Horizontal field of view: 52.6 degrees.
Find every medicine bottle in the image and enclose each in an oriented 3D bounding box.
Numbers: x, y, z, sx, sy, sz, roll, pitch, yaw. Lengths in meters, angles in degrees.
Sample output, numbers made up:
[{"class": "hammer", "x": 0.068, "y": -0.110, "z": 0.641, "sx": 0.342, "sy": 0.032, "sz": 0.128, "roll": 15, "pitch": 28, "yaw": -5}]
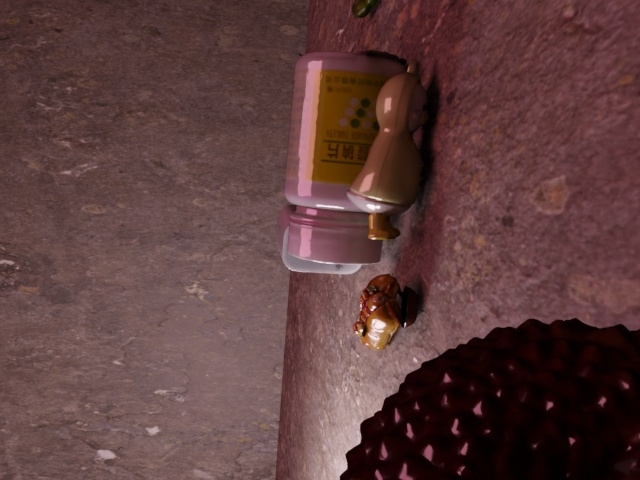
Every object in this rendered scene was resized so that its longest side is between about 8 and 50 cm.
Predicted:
[{"class": "medicine bottle", "x": 0.042, "y": -0.156, "z": 1.227, "sx": 0.213, "sy": 0.213, "sz": 0.379, "roll": -134, "pitch": 49, "yaw": -78}]

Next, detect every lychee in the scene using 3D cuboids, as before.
[{"class": "lychee", "x": 0.137, "y": 0.182, "z": 0.362, "sx": 0.304, "sy": 0.275, "sz": 0.276, "roll": 83, "pitch": -174, "yaw": -66}]

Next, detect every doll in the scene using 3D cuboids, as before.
[{"class": "doll", "x": 0.126, "y": -0.146, "z": 1.065, "sx": 0.141, "sy": 0.117, "sz": 0.296, "roll": -14, "pitch": -57, "yaw": -68}]

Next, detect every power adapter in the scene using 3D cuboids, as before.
[{"class": "power adapter", "x": 0.000, "y": 0.000, "z": 1.493, "sx": 0.255, "sy": 0.187, "sz": 0.124, "roll": -121, "pitch": 35, "yaw": -75}]

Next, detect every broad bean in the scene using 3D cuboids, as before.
[{"class": "broad bean", "x": 0.116, "y": -0.565, "z": 1.448, "sx": 0.052, "sy": 0.053, "sz": 0.256, "roll": -49, "pitch": 2, "yaw": -14}]

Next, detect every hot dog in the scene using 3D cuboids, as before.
[{"class": "hot dog", "x": 0.095, "y": 0.132, "z": 1.132, "sx": 0.250, "sy": 0.076, "sz": 0.104, "roll": 98, "pitch": 171, "yaw": -72}]

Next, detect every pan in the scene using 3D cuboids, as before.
[{"class": "pan", "x": 0.145, "y": 0.099, "z": 1.076, "sx": 0.115, "sy": 0.023, "sz": 0.068, "roll": -93, "pitch": 7, "yaw": -66}]
